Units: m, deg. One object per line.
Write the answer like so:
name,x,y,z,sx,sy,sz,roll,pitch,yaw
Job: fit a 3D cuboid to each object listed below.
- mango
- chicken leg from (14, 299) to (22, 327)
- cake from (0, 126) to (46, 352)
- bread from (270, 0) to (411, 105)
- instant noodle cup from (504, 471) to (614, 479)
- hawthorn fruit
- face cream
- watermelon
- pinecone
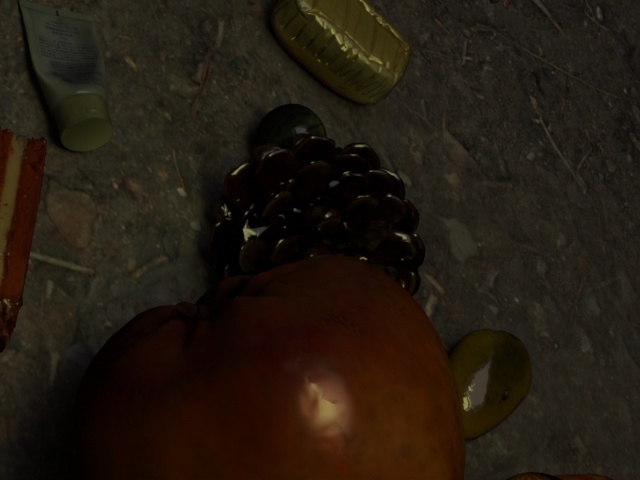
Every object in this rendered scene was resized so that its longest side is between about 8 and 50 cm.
mango,0.243,0.215,2.152,0.137,0.098,0.195,45,50,-18
chicken leg,-0.478,-0.003,1.654,0.177,0.083,0.322,-43,101,-28
cake,-0.387,-0.018,1.571,0.158,0.160,0.262,14,80,-17
bread,0.029,-0.314,2.255,0.236,0.106,0.140,39,47,-18
instant noodle cup,0.356,0.423,2.066,0.174,0.213,0.213,-1,67,-51
hawthorn fruit,-0.040,0.249,1.638,0.472,0.472,0.471,21,54,-32
face cream,-0.332,-0.226,1.929,0.114,0.070,0.224,8,49,-39
watermelon,-0.052,-0.139,2.088,0.133,0.105,0.105,-31,89,-34
pinecone,0.002,-0.003,1.947,0.298,0.242,0.296,-8,42,-19
